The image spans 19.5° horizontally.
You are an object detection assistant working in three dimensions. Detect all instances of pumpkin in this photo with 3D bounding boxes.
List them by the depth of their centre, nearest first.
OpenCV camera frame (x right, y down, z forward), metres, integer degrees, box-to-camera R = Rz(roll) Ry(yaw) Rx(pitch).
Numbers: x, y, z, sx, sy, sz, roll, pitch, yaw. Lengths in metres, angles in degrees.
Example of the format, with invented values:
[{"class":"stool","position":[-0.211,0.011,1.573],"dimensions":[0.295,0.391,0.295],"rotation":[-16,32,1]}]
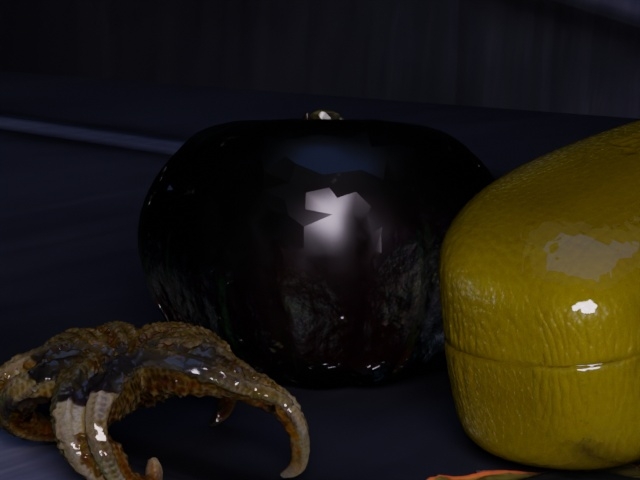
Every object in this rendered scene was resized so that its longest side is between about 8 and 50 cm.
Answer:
[{"class":"pumpkin","position":[0.000,0.000,1.158],"dimensions":[0.233,0.163,0.233],"rotation":[2,8,0]}]

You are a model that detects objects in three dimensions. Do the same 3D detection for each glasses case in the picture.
[{"class":"glasses case","position":[0.213,0.003,1.036],"dimensions":[0.371,0.141,0.173],"rotation":[-17,15,-36]}]

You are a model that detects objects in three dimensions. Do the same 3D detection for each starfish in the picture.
[{"class":"starfish","position":[-0.096,0.080,0.963],"dimensions":[0.146,0.074,0.190],"rotation":[-12,14,-32]}]

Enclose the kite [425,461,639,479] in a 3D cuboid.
[{"class":"kite","position":[0.178,0.139,0.814],"dimensions":[0.327,0.013,0.377],"rotation":[6,10,22]}]
